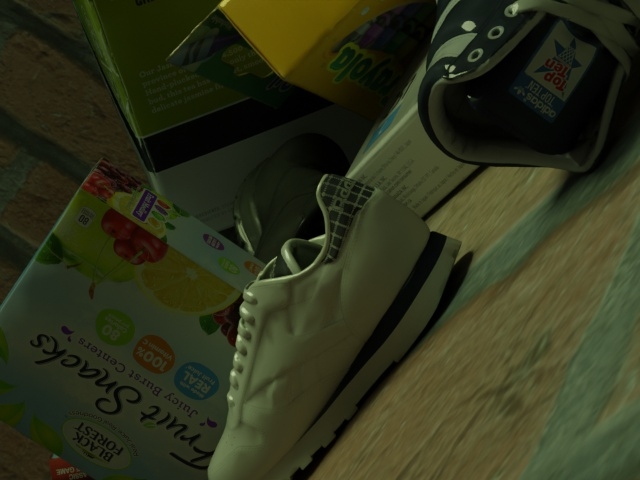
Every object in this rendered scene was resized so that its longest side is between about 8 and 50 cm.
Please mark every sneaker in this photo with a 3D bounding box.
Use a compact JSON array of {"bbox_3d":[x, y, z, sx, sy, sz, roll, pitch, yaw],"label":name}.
[{"bbox_3d":[0.000,0.000,1.375,0.130,0.109,0.286,-45,20,31],"label":"sneaker"},{"bbox_3d":[0.147,-0.137,0.891,0.282,0.099,0.153,-39,26,46],"label":"sneaker"},{"bbox_3d":[-0.013,0.062,1.103,0.235,0.095,0.090,-55,8,28],"label":"sneaker"}]

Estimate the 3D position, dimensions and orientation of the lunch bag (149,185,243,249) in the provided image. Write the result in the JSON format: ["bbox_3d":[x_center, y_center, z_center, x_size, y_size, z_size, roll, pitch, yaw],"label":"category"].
[{"bbox_3d":[-0.097,0.000,1.743,0.235,0.169,0.287,-61,3,-41],"label":"lunch bag"}]

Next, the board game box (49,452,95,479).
[{"bbox_3d":[-0.131,0.145,1.465,0.281,0.145,0.027,-136,35,-84],"label":"board game box"}]

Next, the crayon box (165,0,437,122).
[{"bbox_3d":[0.063,-0.200,1.340,0.323,0.083,0.203,-45,-19,12],"label":"crayon box"}]

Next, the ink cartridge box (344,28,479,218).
[{"bbox_3d":[0.140,-0.165,1.226,0.261,0.066,0.296,-60,7,-25],"label":"ink cartridge box"}]

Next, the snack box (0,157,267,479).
[{"bbox_3d":[-0.107,0.076,1.221,0.174,0.207,0.070,-53,7,21],"label":"snack box"}]

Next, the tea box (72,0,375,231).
[{"bbox_3d":[-0.104,-0.237,1.569,0.220,0.323,0.329,-21,36,-7],"label":"tea box"}]
